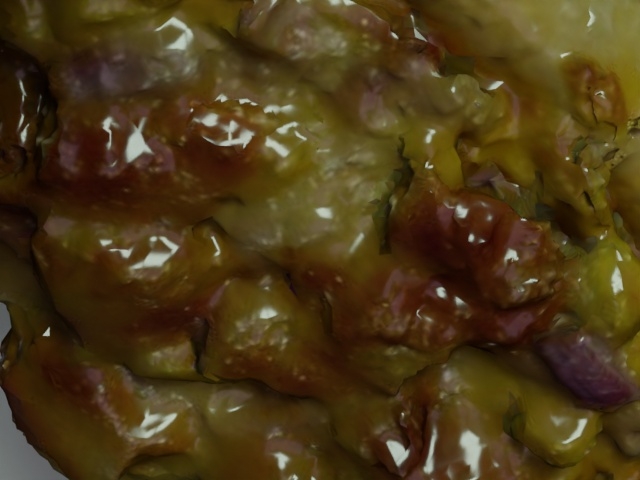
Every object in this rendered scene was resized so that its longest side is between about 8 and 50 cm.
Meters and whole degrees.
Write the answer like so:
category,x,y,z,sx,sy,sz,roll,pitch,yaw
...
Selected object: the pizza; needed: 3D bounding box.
category,x,y,z,sx,sy,sz,roll,pitch,yaw
pizza,0.000,0.000,0.560,0.278,0.114,0.409,-24,115,25
